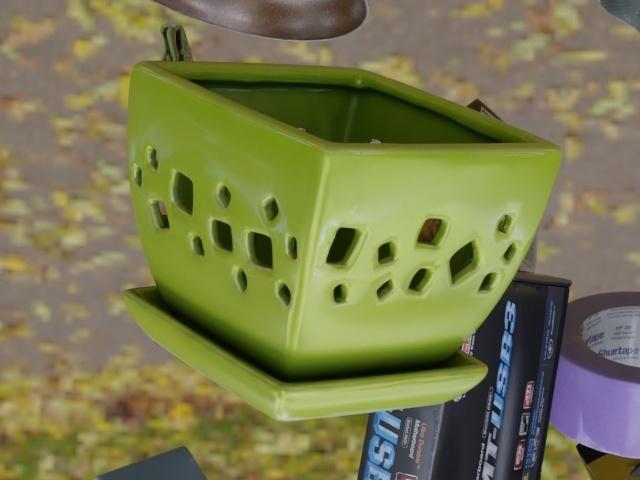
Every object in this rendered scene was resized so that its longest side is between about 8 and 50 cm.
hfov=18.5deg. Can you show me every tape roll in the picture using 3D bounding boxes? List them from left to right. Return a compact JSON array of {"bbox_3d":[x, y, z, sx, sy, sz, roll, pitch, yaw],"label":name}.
[{"bbox_3d":[0.303,0.124,1.847,0.189,0.189,0.080,2,115,3],"label":"tape roll"}]

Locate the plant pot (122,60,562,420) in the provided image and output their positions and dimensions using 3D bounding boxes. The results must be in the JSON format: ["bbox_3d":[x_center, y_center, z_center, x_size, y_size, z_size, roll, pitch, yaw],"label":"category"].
[{"bbox_3d":[0.000,0.000,1.382,0.227,0.207,0.228,-3,-159,-40],"label":"plant pot"}]

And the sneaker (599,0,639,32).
[{"bbox_3d":[0.229,-0.161,1.302,0.061,0.152,0.053,-16,151,-30],"label":"sneaker"}]

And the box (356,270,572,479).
[{"bbox_3d":[0.119,0.166,1.654,0.073,0.295,0.293,10,180,23],"label":"box"}]

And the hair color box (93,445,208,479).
[{"bbox_3d":[-0.175,0.408,2.037,0.113,0.185,0.374,-16,143,-33],"label":"hair color box"}]

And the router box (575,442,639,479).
[{"bbox_3d":[0.432,0.222,1.903,0.309,0.243,0.081,-28,121,1],"label":"router box"}]

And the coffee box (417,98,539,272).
[{"bbox_3d":[0.140,0.006,2.134,0.119,0.297,0.168,39,125,-20],"label":"coffee box"}]

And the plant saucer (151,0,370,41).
[{"bbox_3d":[-0.093,-0.287,1.975,0.310,0.050,0.310,17,165,4],"label":"plant saucer"}]

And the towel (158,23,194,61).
[{"bbox_3d":[-0.118,-0.109,1.716,0.027,0.110,0.148,-8,147,5],"label":"towel"}]
